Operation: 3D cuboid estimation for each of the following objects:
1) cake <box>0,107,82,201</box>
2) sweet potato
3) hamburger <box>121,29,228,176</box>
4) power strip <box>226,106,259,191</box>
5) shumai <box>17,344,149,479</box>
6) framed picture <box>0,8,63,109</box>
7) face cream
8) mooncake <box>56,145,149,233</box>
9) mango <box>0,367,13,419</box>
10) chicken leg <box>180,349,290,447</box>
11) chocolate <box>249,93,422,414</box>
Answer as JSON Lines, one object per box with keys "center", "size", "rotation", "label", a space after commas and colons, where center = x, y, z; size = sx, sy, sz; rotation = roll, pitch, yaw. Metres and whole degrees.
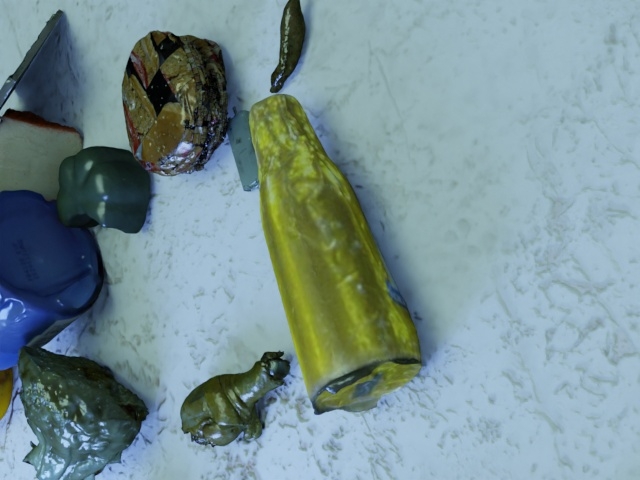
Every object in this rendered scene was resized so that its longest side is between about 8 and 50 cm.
{"center": [-0.512, -0.148, 2.269], "size": [0.262, 0.159, 0.158], "rotation": [-129, 54, -74], "label": "cake"}
{"center": [-0.045, -0.278, 1.830], "size": [0.041, 0.038, 0.153], "rotation": [-126, 46, -59], "label": "sweet potato"}
{"center": [-0.227, -0.207, 1.951], "size": [0.231, 0.106, 0.231], "rotation": [-6, 82, 45], "label": "hamburger"}
{"center": [-0.111, -0.140, 1.894], "size": [0.051, 0.019, 0.136], "rotation": [-36, 63, 40], "label": "power strip"}
{"center": [-0.412, 0.299, 2.042], "size": [0.256, 0.189, 0.218], "rotation": [31, 107, 47], "label": "shumai"}
{"center": [-0.536, -0.272, 2.204], "size": [0.209, 0.019, 0.281], "rotation": [-47, 17, 32], "label": "framed picture"}
{"center": [-0.518, 0.063, 2.121], "size": [0.225, 0.249, 0.249], "rotation": [-35, 63, 34], "label": "face cream"}
{"center": [-0.359, -0.072, 2.079], "size": [0.175, 0.104, 0.168], "rotation": [-39, 68, 40], "label": "mooncake"}
{"center": [-0.631, 0.285, 2.310], "size": [0.145, 0.112, 0.219], "rotation": [50, 124, 32], "label": "mango"}
{"center": [-0.119, 0.235, 1.840], "size": [0.227, 0.088, 0.103], "rotation": [-31, 56, 32], "label": "chicken leg"}
{"center": [0.000, 0.000, 1.682], "size": [0.162, 0.162, 0.445], "rotation": [-37, 61, 37], "label": "chocolate"}
